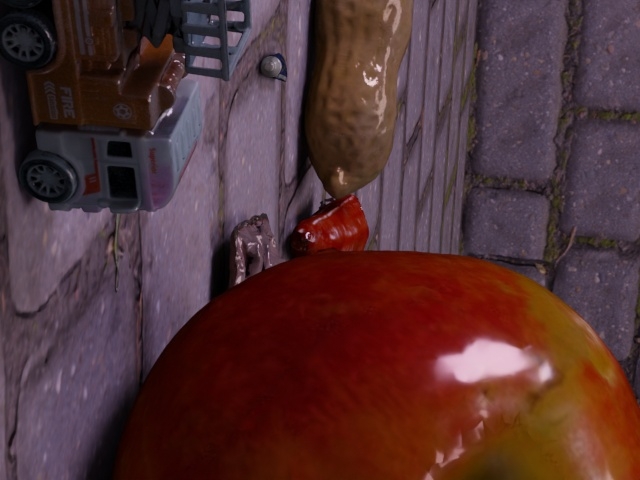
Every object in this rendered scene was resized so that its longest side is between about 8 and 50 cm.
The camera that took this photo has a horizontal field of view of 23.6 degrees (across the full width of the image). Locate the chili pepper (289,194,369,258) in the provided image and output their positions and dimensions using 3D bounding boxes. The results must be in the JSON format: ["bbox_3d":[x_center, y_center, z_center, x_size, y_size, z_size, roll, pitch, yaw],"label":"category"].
[{"bbox_3d":[0.003,-0.004,1.582,0.169,0.065,0.088,-11,107,-76],"label":"chili pepper"}]

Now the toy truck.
[{"bbox_3d":[-0.096,-0.095,0.776,0.080,0.115,0.178,-73,167,-48],"label":"toy truck"}]

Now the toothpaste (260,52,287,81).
[{"bbox_3d":[-0.039,-0.153,1.353,0.083,0.019,0.027,-44,123,-81],"label":"toothpaste"}]

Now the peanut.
[{"bbox_3d":[0.038,-0.171,1.546,0.117,0.101,0.263,0,97,-60],"label":"peanut"}]

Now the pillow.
[{"bbox_3d":[-0.063,0.104,1.303,0.135,0.049,0.248,-46,145,-81],"label":"pillow"}]

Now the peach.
[{"bbox_3d":[0.033,0.178,1.030,0.388,0.388,0.388,7,90,-80],"label":"peach"}]
